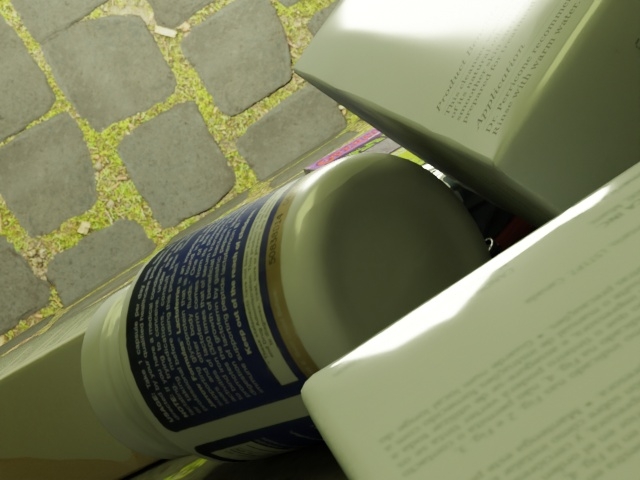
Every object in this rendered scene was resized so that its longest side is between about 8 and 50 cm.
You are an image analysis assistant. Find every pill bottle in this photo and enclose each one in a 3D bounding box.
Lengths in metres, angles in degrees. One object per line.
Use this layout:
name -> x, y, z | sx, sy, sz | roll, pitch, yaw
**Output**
pill bottle -> -0.031, 0.055, 0.828 | 0.265, 0.153, 0.153 | -23, 12, 47

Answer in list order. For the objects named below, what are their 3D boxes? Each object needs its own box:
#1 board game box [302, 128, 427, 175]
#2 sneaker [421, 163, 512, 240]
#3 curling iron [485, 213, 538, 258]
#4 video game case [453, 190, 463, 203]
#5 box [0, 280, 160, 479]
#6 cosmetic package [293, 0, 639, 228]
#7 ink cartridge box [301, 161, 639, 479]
board game box -> 0.173, -0.129, 1.344 | 0.347, 0.056, 0.208 | -31, 23, -21
sneaker -> 0.118, -0.043, 1.057 | 0.235, 0.094, 0.153 | -46, 21, -21
curling iron -> 0.167, -0.022, 0.956 | 0.274, 0.035, 0.068 | -38, 4, -30
video game case -> 0.044, 0.017, 0.910 | 0.087, 0.011, 0.122 | -8, -41, -19
box -> -0.180, 0.123, 1.103 | 0.311, 0.121, 0.148 | -28, 9, 28
cosmetic package -> 0.139, -0.122, 0.762 | 0.217, 0.156, 0.385 | -55, 19, 5
ink cartridge box -> 0.186, 0.059, 0.349 | 0.308, 0.091, 0.385 | -32, 25, -4
